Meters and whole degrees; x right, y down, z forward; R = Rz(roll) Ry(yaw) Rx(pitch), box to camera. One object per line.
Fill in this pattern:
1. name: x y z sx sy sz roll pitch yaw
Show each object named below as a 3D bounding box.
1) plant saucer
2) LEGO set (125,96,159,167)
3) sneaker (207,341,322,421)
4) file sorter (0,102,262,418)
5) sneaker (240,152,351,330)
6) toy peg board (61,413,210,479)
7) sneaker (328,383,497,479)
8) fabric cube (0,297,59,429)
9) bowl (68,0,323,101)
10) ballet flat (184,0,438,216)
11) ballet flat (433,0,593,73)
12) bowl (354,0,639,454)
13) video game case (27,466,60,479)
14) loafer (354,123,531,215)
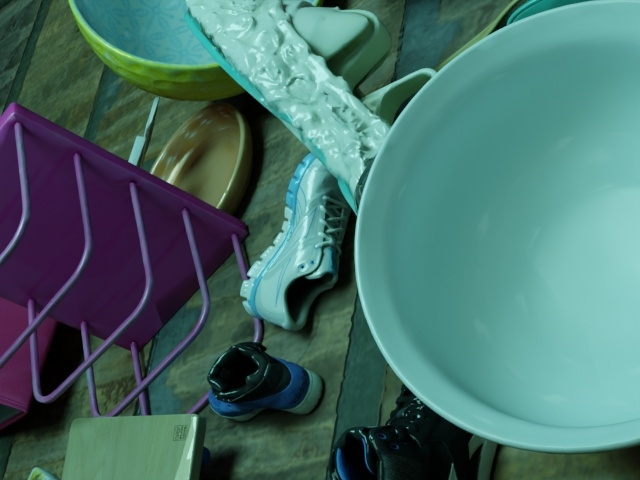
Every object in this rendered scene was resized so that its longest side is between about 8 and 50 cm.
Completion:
1. plant saucer: -0.139 -0.061 1.427 0.200 0.037 0.200 -33 42 36
2. LEGO set: -0.243 -0.031 1.448 0.244 0.060 0.182 112 172 -52
3. sneaker: -0.076 0.128 1.149 0.152 0.085 0.058 -7 60 52
4. file sorter: -0.228 0.049 1.233 0.202 0.291 0.182 -46 38 22
5. sneaker: 0.000 0.000 1.174 0.083 0.071 0.190 31 99 51
6. toy peg board: -0.164 0.253 1.188 0.161 0.079 0.161 -7 66 33
7. sneaker: 0.068 0.133 0.915 0.079 0.121 0.216 -26 46 41
8. fabric cube: -0.462 0.069 1.524 0.254 0.259 0.258 -29 42 59
9. bowl: -0.137 -0.253 1.432 0.156 0.290 0.289 92 -179 -55
10. ballet flat: 0.038 -0.111 1.074 0.147 0.147 0.409 -49 60 17
11. ballet flat: 0.168 -0.173 1.063 0.232 0.080 0.073 -34 30 34
12. bowl: 0.182 0.006 0.808 0.298 0.134 0.297 -11 63 23
13. video game case: -0.308 0.375 1.331 0.206 0.026 0.227 15 79 56
14. loafer: 0.139 -0.095 0.925 0.267 0.084 0.096 -30 72 -4
